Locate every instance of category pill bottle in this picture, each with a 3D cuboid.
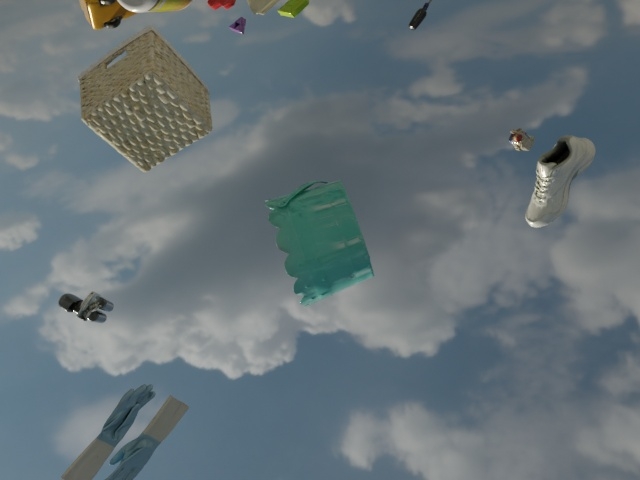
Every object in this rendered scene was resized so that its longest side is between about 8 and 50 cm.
[{"bbox_3d":[-0.349,-0.562,1.519,0.117,0.117,0.215,-2,-162,22],"label":"pill bottle"}]

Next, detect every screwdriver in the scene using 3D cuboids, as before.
[{"bbox_3d":[0.246,-0.541,1.556,0.025,0.024,0.170,21,-104,44],"label":"screwdriver"}]

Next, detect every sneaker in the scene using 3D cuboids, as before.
[{"bbox_3d":[0.522,-0.142,1.590,0.115,0.232,0.090,15,-164,-37],"label":"sneaker"}]

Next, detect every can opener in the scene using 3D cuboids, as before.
[{"bbox_3d":[-0.600,0.167,1.811,0.074,0.093,0.280,-58,178,-11],"label":"can opener"}]

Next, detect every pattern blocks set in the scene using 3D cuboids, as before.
[{"bbox_3d":[-0.112,-0.636,1.674,0.325,0.026,0.285,-45,-124,7],"label":"pattern blocks set"}]

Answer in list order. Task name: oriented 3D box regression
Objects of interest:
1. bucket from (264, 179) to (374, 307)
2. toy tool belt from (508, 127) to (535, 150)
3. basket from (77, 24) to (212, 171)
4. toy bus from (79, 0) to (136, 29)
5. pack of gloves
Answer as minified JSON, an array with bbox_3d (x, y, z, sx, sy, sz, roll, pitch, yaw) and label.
[{"bbox_3d":[0.000,0.000,1.600,0.183,0.281,0.281,-19,-150,0],"label":"bucket"},{"bbox_3d":[0.489,-0.252,1.721,0.083,0.052,0.051,15,-163,-46],"label":"toy tool belt"},{"bbox_3d":[-0.576,-0.456,2.312,0.328,0.331,0.266,-29,-133,15],"label":"basket"},{"bbox_3d":[-0.450,-0.658,1.743,0.333,0.108,0.130,-32,-102,-19],"label":"toy bus"},{"bbox_3d":[-0.396,0.393,1.403,0.046,0.195,0.232,28,-107,34],"label":"pack of gloves"}]
